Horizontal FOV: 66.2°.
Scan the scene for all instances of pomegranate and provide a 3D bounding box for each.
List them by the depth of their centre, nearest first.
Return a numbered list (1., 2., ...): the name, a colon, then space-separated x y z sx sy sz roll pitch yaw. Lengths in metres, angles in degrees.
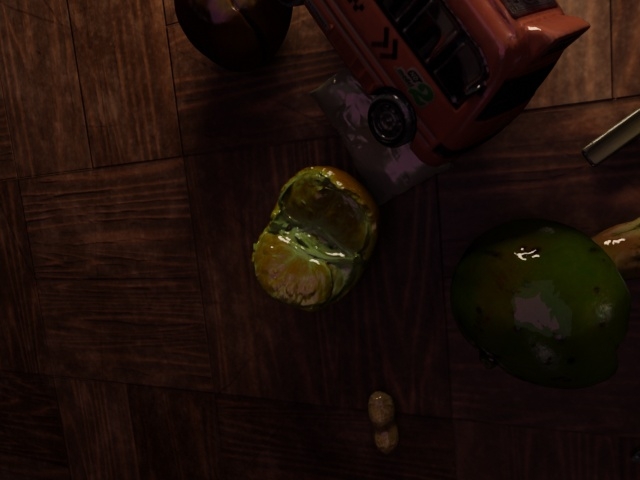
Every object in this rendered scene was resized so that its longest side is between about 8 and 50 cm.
1. pomegranate: 0.326 0.058 0.659 0.301 0.236 0.236 -34 84 1

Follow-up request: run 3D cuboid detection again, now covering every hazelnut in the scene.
1. hazelnut: -0.143 -0.369 0.806 0.208 0.208 0.208 4 101 23

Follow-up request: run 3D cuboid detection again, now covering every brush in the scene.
1. brush: 0.443 -0.169 0.661 0.190 0.027 0.034 -39 87 17

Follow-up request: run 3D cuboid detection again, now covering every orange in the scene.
1. orange: 0.003 -0.003 0.803 0.179 0.158 0.237 31 109 17

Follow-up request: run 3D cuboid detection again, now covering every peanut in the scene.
1. peanut: 0.112 0.324 0.871 0.053 0.054 0.113 -10 92 25

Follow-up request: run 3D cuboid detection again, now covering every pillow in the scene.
1. pillow: 0.095 -0.182 0.794 0.148 0.050 0.230 -30 89 29

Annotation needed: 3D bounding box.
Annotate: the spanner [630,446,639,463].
1. spanner: 0.578 0.258 0.677 0.302 0.017 0.071 -43 82 24

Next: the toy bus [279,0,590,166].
1. toy bus: 0.119 -0.326 0.636 0.427 0.203 0.233 56 143 6
